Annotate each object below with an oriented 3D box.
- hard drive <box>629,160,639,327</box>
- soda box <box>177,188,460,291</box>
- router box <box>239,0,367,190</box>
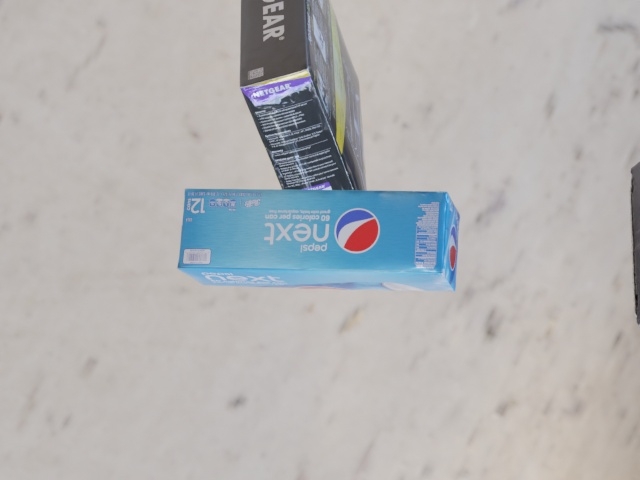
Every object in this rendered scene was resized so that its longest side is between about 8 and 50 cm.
[{"bbox_3d":[0.429,0.080,1.628,0.064,0.339,0.237,-40,-154,33],"label":"hard drive"},{"bbox_3d":[0.000,0.000,1.345,0.071,0.210,0.067,46,47,-72],"label":"soda box"},{"bbox_3d":[-0.018,-0.180,1.982,0.309,0.081,0.243,-92,165,-50],"label":"router box"}]
